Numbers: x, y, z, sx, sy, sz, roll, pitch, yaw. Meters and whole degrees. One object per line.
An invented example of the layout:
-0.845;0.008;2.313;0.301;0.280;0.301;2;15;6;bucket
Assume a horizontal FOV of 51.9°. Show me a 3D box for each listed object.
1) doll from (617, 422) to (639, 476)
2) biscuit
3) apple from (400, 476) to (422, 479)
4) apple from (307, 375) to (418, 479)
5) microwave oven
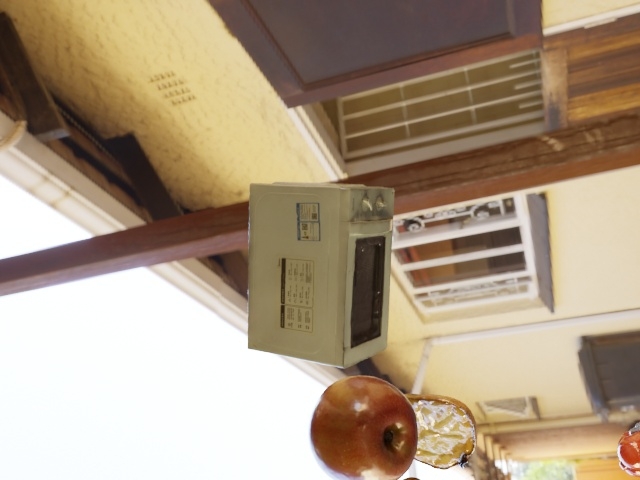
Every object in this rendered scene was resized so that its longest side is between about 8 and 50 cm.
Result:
0.669;0.382;1.252;0.161;0.291;0.129;104;148;-43;doll
0.217;0.377;1.316;0.203;0.260;0.041;40;-132;4;biscuit
0.166;0.482;1.165;0.099;0.102;0.114;33;160;46;apple
0.071;0.307;1.060;0.181;0.168;0.180;9;-106;-35;apple
0.000;0.033;0.811;0.122;0.163;0.208;-7;-79;-57;microwave oven
